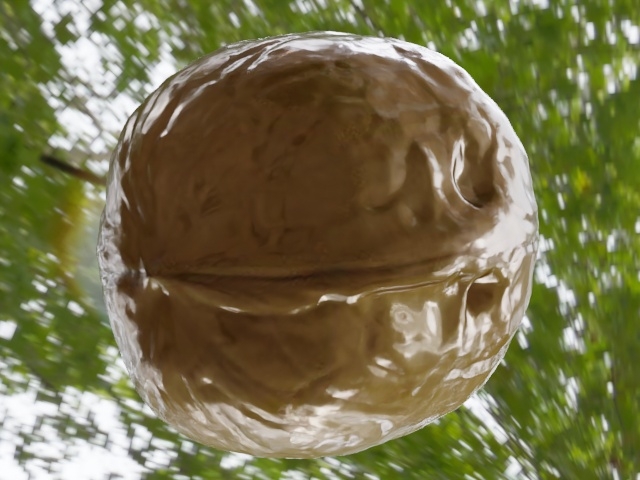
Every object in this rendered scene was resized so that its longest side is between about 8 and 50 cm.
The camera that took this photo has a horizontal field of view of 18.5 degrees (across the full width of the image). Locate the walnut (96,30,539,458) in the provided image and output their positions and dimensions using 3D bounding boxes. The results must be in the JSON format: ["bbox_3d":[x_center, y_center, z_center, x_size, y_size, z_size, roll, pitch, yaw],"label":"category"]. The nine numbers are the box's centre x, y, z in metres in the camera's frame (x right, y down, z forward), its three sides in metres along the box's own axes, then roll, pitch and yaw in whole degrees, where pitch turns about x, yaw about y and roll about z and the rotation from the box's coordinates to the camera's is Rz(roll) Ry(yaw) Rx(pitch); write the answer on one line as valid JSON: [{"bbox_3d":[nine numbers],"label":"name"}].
[{"bbox_3d":[0.000,0.000,0.882,0.193,0.225,0.193,0,-90,33],"label":"walnut"}]
